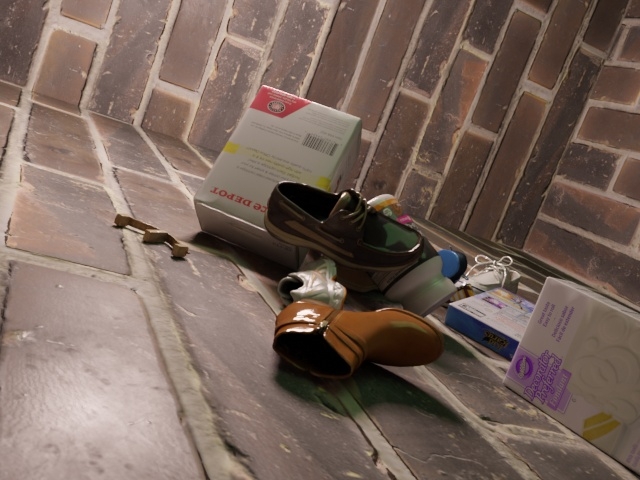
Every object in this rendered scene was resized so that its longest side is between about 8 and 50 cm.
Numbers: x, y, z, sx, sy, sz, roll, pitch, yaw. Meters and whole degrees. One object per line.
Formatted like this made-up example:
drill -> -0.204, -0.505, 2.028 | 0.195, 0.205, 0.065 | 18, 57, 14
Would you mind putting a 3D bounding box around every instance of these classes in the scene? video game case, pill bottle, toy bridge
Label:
video game case -> 0.483, 0.215, 1.745 | 0.244, 0.061, 0.270 | -11, 30, -45
pill bottle -> 0.182, 0.043, 1.651 | 0.278, 0.162, 0.162 | 54, 20, 15
toy bridge -> -0.346, -0.010, 1.500 | 0.188, 0.026, 0.063 | 25, 10, 24

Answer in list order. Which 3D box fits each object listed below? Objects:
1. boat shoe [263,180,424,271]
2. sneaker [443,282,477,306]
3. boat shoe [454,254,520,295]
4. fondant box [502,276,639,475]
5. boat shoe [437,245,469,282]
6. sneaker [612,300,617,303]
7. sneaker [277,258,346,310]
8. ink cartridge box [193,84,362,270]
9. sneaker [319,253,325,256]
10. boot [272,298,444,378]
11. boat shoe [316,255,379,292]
boat shoe -> 0.048, -0.034, 1.512 | 0.356, 0.130, 0.132 | 13, 49, 7
sneaker -> 0.375, 0.147, 1.957 | 0.186, 0.083, 0.069 | 22, 10, 7
boat shoe -> 0.554, 0.117, 2.274 | 0.136, 0.156, 0.367 | 28, 12, 38
fondant box -> 0.523, 0.241, 1.300 | 0.096, 0.238, 0.330 | 12, 13, -38
boat shoe -> 0.359, 0.076, 2.008 | 0.089, 0.108, 0.258 | 5, -9, -14
sneaker -> 0.767, 0.275, 2.092 | 0.099, 0.153, 0.282 | 18, -20, -4
sneaker -> -0.029, 0.088, 1.432 | 0.121, 0.099, 0.262 | 14, 10, -12
ink cartridge box -> -0.099, -0.158, 1.754 | 0.279, 0.384, 0.160 | 22, -26, 11
sneaker -> -0.001, 0.000, 1.975 | 0.102, 0.160, 0.282 | 3, -17, -16
boot -> 0.064, 0.164, 1.144 | 0.284, 0.109, 0.220 | 19, 8, 4
boat shoe -> 0.113, 0.063, 1.797 | 0.122, 0.110, 0.341 | 29, 13, 40
